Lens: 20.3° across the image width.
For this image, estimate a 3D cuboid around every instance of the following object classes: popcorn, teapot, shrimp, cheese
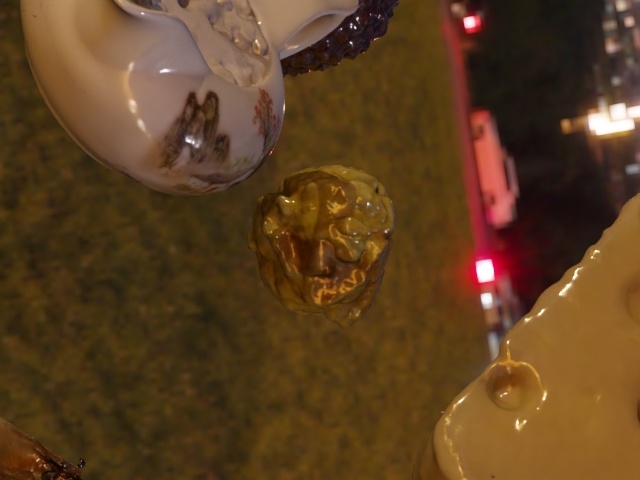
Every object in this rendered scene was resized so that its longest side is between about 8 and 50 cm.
[{"bbox_3d":[0.000,0.000,1.338,0.121,0.106,0.116,121,-16,-52],"label":"popcorn"},{"bbox_3d":[-0.091,-0.132,1.154,0.204,0.139,0.298,59,26,5],"label":"teapot"},{"bbox_3d":[-0.243,0.196,1.483,0.042,0.190,0.101,-24,104,-34],"label":"shrimp"},{"bbox_3d":[0.277,0.105,1.357,0.104,0.384,0.384,112,-22,-61],"label":"cheese"}]

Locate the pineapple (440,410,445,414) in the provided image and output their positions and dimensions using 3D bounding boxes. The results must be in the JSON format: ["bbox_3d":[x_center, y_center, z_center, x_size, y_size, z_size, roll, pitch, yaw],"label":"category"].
[{"bbox_3d":[0.154,0.202,1.536,0.233,0.079,0.135,-34,115,-43],"label":"pineapple"}]

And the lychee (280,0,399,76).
[{"bbox_3d":[-0.037,-0.301,1.841,0.271,0.271,0.271,-9,90,-78],"label":"lychee"}]
